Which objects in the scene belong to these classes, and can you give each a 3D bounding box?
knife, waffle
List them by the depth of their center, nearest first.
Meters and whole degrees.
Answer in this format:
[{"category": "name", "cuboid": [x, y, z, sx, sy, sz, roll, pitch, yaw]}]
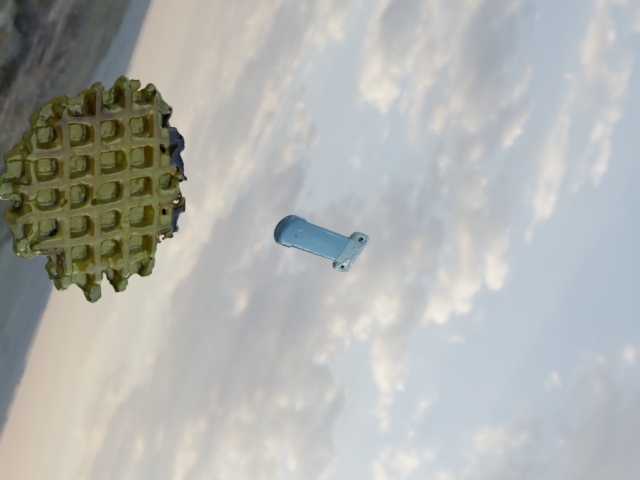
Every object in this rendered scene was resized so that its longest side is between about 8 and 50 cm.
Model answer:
[{"category": "knife", "cuboid": [0.000, 0.000, 0.591, 0.027, 0.010, 0.096, -57, 152, 8]}, {"category": "waffle", "cuboid": [-0.310, -0.072, 1.530, 0.307, 0.312, 0.060, -41, -141, -16]}]
